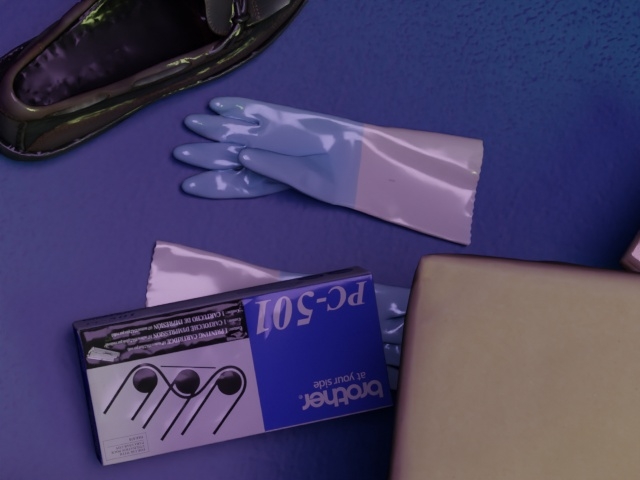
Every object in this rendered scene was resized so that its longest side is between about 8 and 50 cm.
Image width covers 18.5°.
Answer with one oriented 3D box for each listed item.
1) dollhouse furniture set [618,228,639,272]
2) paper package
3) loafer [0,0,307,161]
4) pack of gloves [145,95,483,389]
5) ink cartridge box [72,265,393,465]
[{"bbox_3d":[0.407,0.083,1.369,0.394,0.256,0.362,38,76,-6],"label":"dollhouse furniture set"},{"bbox_3d":[0.196,0.182,1.207,0.309,0.168,0.325,6,90,12],"label":"paper package"},{"bbox_3d":[-0.104,-0.157,1.369,0.302,0.095,0.109,-36,91,-15],"label":"loafer"},{"bbox_3d":[0.000,0.000,1.398,0.232,0.046,0.195,9,80,-11],"label":"pack of gloves"},{"bbox_3d":[-0.061,0.085,1.357,0.207,0.046,0.097,-10,97,-11],"label":"ink cartridge box"}]
